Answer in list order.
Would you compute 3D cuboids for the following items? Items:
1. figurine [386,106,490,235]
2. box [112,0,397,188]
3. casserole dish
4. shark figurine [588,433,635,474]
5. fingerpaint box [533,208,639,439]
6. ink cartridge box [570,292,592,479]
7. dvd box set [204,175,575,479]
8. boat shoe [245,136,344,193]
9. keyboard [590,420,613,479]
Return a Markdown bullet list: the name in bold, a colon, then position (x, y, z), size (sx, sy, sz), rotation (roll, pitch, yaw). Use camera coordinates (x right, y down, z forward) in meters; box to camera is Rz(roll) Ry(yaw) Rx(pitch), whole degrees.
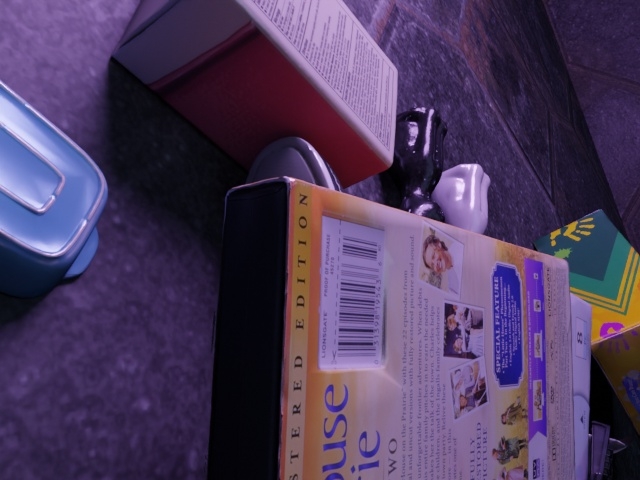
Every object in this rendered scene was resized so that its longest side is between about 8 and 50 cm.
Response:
- **figurine**: position (0.161, -0.033, 0.791), size (0.215, 0.092, 0.209), rotation (38, 43, -38)
- **box**: position (-0.044, -0.163, 0.549), size (0.232, 0.127, 0.148), rotation (40, 43, -35)
- **casserole dish**: position (-0.202, -0.048, 0.347), size (0.188, 0.037, 0.114), rotation (44, 40, -30)
- **shark figurine**: position (0.439, 0.332, 0.961), size (0.278, 0.116, 0.166), rotation (40, 44, -32)
- **fingerpaint box**: position (0.621, 0.215, 1.147), size (0.445, 0.163, 0.371), rotation (54, 20, -19)
- **ink cartridge box**: position (0.207, 0.191, 0.661), size (0.385, 0.091, 0.308), rotation (22, 72, -50)
- **dvd box set**: position (0.096, 0.143, 0.468), size (0.420, 0.062, 0.307), rotation (10, 78, -47)
- **boat shoe**: position (0.002, 0.064, 0.510), size (0.091, 0.114, 0.302), rotation (1, 83, -53)
- **keyboard**: position (0.386, 0.397, 0.819), size (0.201, 0.033, 0.317), rotation (-39, 127, -59)
